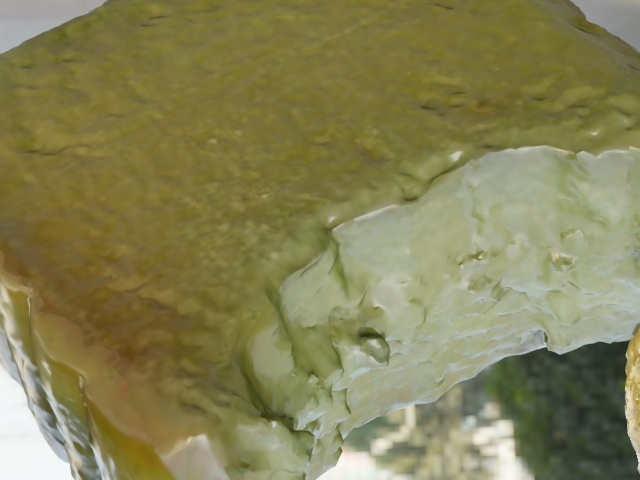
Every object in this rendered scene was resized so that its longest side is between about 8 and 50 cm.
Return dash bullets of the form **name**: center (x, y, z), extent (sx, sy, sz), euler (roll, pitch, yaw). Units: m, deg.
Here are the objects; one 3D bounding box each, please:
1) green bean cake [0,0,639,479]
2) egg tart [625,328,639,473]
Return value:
- **green bean cake**: center (0.000, 0.000, 0.703), extent (0.236, 0.124, 0.233), euler (-27, -133, -17)
- **egg tart**: center (0.287, 0.049, 0.992), extent (0.294, 0.294, 0.123), euler (-3, -157, -7)
